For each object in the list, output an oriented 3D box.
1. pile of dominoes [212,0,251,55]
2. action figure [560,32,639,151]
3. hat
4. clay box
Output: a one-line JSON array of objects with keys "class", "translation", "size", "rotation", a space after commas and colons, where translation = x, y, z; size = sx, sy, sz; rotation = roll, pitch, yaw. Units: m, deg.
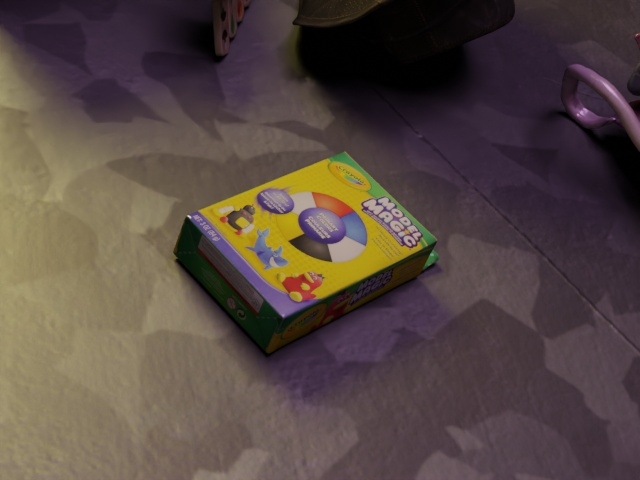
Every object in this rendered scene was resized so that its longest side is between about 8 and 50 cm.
[{"class": "pile of dominoes", "translation": [-0.072, -0.327, 1.323], "size": [0.040, 0.196, 0.251], "rotation": [3, 40, 13]}, {"class": "action figure", "translation": [0.408, -0.054, 1.262], "size": [0.276, 0.248, 0.370], "rotation": [-14, 73, 7]}, {"class": "hat", "translation": [0.130, -0.269, 1.372], "size": [0.134, 0.331, 0.331], "rotation": [57, 37, -21]}, {"class": "clay box", "translation": [0.000, 0.000, 1.123], "size": [0.222, 0.053, 0.127], "rotation": [-26, 62, -40]}]
